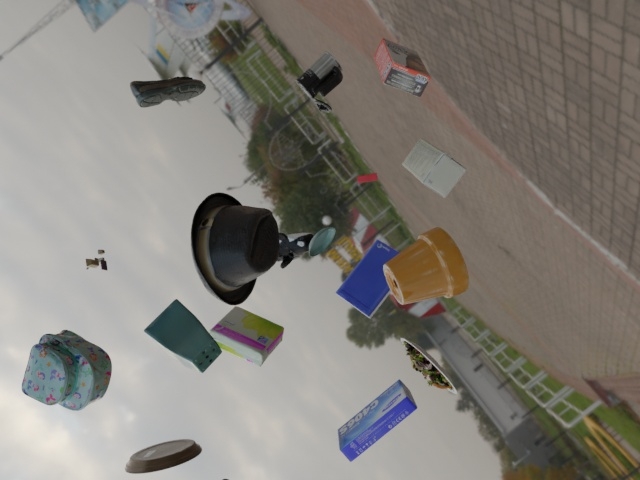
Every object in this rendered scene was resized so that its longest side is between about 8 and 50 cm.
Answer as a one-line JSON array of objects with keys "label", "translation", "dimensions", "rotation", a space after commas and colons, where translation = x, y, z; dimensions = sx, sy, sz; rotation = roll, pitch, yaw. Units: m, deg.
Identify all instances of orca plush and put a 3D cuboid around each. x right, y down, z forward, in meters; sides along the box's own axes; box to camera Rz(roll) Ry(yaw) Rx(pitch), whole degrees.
[{"label": "orca plush", "translation": [-0.151, 0.049, 1.888], "dimensions": [0.151, 0.287, 0.102], "rotation": [61, -152, -55]}]

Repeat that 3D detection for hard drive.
[{"label": "hard drive", "translation": [0.242, 0.169, 2.336], "dimensions": [0.210, 0.318, 0.040], "rotation": [33, 171, 36]}]

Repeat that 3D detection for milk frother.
[{"label": "milk frother", "translation": [0.016, -0.508, 1.679], "dimensions": [0.129, 0.135, 0.143], "rotation": [48, -177, 19]}]

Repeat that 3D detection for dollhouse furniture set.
[{"label": "dollhouse furniture set", "translation": [-0.929, 0.080, 2.071], "dimensions": [0.114, 0.081, 0.091], "rotation": [43, -146, -77]}]

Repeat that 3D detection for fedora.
[{"label": "fedora", "translation": [-0.205, 0.008, 1.412], "dimensions": [0.334, 0.152, 0.334], "rotation": [43, -140, -52]}]

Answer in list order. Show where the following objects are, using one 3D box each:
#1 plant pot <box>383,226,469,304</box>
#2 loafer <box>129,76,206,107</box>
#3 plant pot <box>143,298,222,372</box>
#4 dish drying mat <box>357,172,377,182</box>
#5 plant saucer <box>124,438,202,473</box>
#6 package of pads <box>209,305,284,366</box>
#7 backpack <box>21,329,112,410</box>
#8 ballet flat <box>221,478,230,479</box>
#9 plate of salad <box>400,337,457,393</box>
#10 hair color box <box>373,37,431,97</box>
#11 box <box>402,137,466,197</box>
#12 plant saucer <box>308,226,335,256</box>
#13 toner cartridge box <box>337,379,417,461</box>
[{"label": "plant pot", "translation": [0.292, 0.090, 1.490], "dimensions": [0.205, 0.188, 0.205], "rotation": [158, 90, -83]}, {"label": "loafer", "translation": [-0.510, -0.520, 1.737], "dimensions": [0.267, 0.096, 0.084], "rotation": [-28, -96, -43]}, {"label": "plant pot", "translation": [-0.489, 0.367, 1.903], "dimensions": [0.234, 0.165, 0.165], "rotation": [27, 153, 33]}, {"label": "dish drying mat", "translation": [0.196, -0.261, 2.160], "dimensions": [0.008, 0.083, 0.032], "rotation": [-80, -20, -64]}, {"label": "plant saucer", "translation": [-0.581, 0.793, 1.912], "dimensions": [0.278, 0.278, 0.041], "rotation": [24, -125, -82]}, {"label": "package of pads", "translation": [-0.345, 0.443, 2.432], "dimensions": [0.296, 0.101, 0.229], "rotation": [21, -147, 17]}, {"label": "backpack", "translation": [-0.827, 0.434, 1.695], "dimensions": [0.253, 0.225, 0.191], "rotation": [21, -173, 11]}, {"label": "ballet flat", "translation": [-0.342, 1.045, 2.079], "dimensions": [0.206, 0.073, 0.067], "rotation": [56, -156, -24]}, {"label": "plate of salad", "translation": [0.277, 0.335, 1.357], "dimensions": [0.200, 0.048, 0.200], "rotation": [46, 172, 8]}, {"label": "hair color box", "translation": [0.179, -0.388, 1.150], "dimensions": [0.093, 0.053, 0.167], "rotation": [16, -143, -16]}, {"label": "box", "translation": [0.452, -0.299, 2.088], "dimensions": [0.121, 0.148, 0.311], "rotation": [31, -164, -17]}, {"label": "plant saucer", "translation": [0.000, 0.000, 1.655], "dimensions": [0.021, 0.119, 0.119], "rotation": [41, 180, 20]}, {"label": "toner cartridge box", "translation": [0.226, 0.730, 2.105], "dimensions": [0.075, 0.348, 0.165], "rotation": [49, -176, -8]}]
